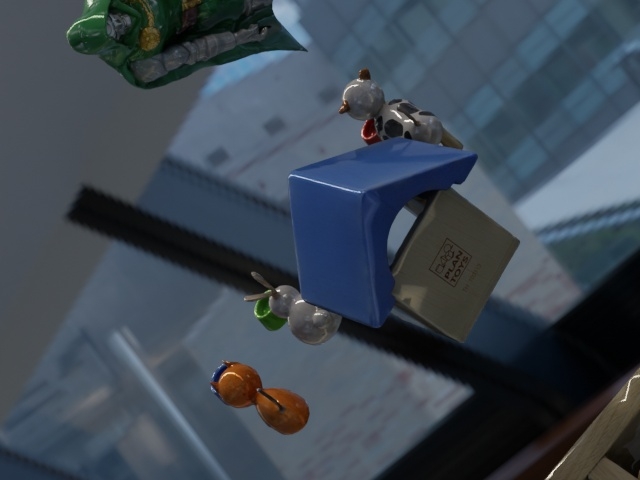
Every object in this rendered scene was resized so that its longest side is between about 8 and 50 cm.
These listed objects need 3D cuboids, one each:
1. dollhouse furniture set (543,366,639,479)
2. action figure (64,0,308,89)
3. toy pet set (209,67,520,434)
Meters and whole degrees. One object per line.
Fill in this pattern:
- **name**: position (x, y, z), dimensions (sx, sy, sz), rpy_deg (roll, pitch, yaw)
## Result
- **dollhouse furniture set**: position (0.184, 0.109, 0.546), dimensions (0.129, 0.129, 0.183), rpy_deg (-49, -42, -8)
- **action figure**: position (-0.076, -0.149, 0.971), dimensions (0.063, 0.137, 0.232), rpy_deg (-17, 13, 35)
- **toy pet set**: position (0.000, 0.000, 0.531), dimensions (0.114, 0.065, 0.122), rpy_deg (18, 77, 57)
